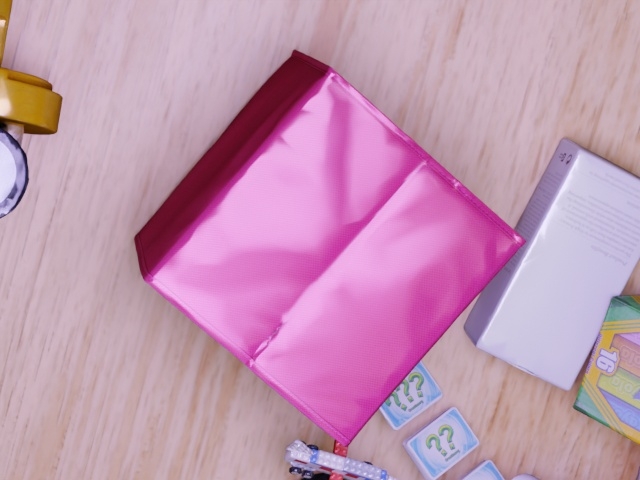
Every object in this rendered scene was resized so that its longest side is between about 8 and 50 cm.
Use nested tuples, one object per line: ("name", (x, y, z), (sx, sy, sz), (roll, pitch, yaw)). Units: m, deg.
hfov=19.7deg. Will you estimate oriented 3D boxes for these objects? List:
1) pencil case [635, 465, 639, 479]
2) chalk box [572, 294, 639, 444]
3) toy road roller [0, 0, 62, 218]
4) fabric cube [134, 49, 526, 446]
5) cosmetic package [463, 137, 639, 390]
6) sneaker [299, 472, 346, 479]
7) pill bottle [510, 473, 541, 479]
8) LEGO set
("pencil case", (0.362, 0.445, 1.958), (0.183, 0.160, 0.410), (18, 97, -3))
("chalk box", (0.390, 0.153, 1.862), (0.132, 0.213, 0.132), (0, 112, -49))
("toy road roller", (-0.409, -0.148, 1.737), (0.329, 0.202, 0.241), (10, 86, -14))
("fabric cube", (0.000, 0.000, 1.785), (0.259, 0.254, 0.258), (41, 91, -12))
("cosmetic package", (0.254, 0.025, 1.909), (0.117, 0.085, 0.231), (27, 97, -11))
("sneaker", (0.079, 0.309, 1.935), (0.234, 0.084, 0.097), (10, 100, -9))
("pill bottle", (0.262, 0.314, 1.873), (0.108, 0.180, 0.108), (-27, 131, -36))
("LEGO set", (0.073, 0.243, 1.861), (0.244, 0.060, 0.182), (-32, 86, -32))
